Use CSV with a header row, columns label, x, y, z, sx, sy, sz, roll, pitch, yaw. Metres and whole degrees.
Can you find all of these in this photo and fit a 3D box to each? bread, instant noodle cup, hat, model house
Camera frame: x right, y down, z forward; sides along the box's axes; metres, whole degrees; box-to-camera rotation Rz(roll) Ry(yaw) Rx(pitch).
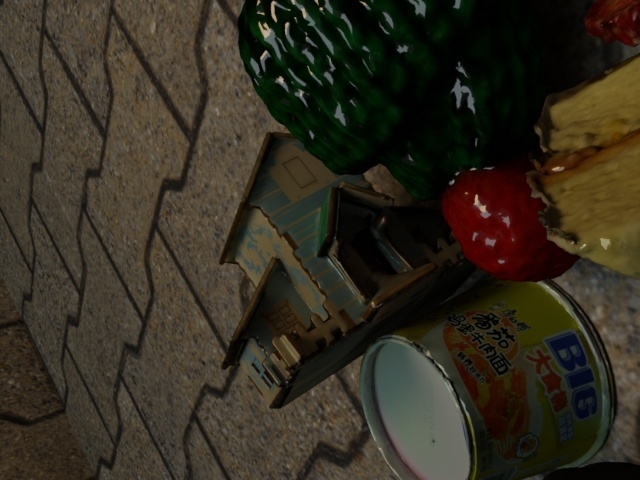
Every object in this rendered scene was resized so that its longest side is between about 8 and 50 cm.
label,x,y,z,sx,sy,sz,roll,pitch,yaw
bread,0.211,-0.075,0.541,0.240,0.178,0.135,-78,-9,-60
instant noodle cup,0.141,0.143,0.887,0.205,0.153,0.205,35,134,45
hat,0.108,-0.119,0.782,0.332,0.242,0.274,48,-176,1
model house,0.000,0.000,0.916,0.206,0.271,0.178,53,155,16

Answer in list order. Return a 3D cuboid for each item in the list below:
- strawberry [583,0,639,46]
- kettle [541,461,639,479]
label,x,y,z,sx,sy,sz,roll,pitch,yaw
strawberry,0.259,-0.190,0.567,0.087,0.167,0.208,32,153,-9
kettle,0.322,0.283,0.675,0.308,0.262,0.203,6,75,61
